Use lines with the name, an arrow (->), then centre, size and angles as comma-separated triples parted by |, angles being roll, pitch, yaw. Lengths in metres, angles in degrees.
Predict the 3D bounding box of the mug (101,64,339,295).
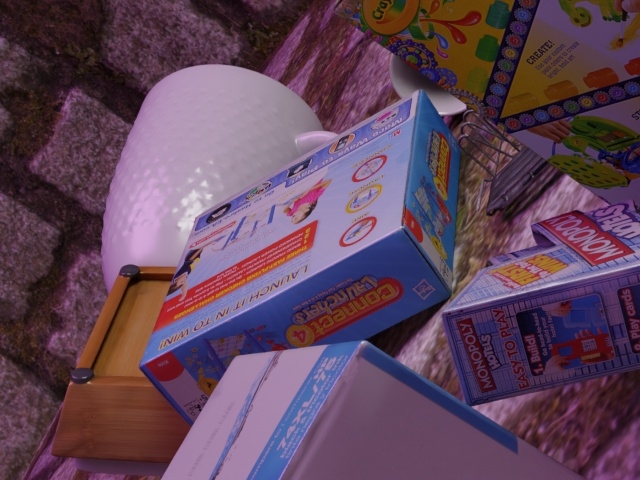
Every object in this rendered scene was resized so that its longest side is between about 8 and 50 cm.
mug -> -0.111, -0.036, 1.903 | 0.374, 0.276, 0.328 | -13, 41, 27

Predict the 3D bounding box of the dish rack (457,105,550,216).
dish rack -> 0.201, -0.153, 1.323 | 0.208, 0.074, 0.271 | -49, 14, 35

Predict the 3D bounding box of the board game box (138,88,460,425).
board game box -> -0.011, 0.011, 1.466 | 0.308, 0.086, 0.302 | -28, 23, 22

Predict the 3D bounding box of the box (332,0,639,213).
box -> 0.205, -0.213, 0.964 | 0.177, 0.279, 0.290 | -42, 18, 50

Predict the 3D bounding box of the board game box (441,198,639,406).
board game box -> 0.157, 0.024, 0.812 | 0.194, 0.060, 0.194 | -17, 14, -2

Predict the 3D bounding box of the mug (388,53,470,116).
mug -> 0.136, -0.218, 1.673 | 0.150, 0.113, 0.169 | -48, 11, 31

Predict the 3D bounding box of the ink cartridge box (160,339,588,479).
ink cartridge box -> 0.014, 0.194, 0.855 | 0.197, 0.198, 0.270 | -60, 13, -14

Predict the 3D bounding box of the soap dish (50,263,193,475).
soap dish -> -0.155, 0.136, 1.610 | 0.291, 0.228, 0.118 | -77, -13, -59
